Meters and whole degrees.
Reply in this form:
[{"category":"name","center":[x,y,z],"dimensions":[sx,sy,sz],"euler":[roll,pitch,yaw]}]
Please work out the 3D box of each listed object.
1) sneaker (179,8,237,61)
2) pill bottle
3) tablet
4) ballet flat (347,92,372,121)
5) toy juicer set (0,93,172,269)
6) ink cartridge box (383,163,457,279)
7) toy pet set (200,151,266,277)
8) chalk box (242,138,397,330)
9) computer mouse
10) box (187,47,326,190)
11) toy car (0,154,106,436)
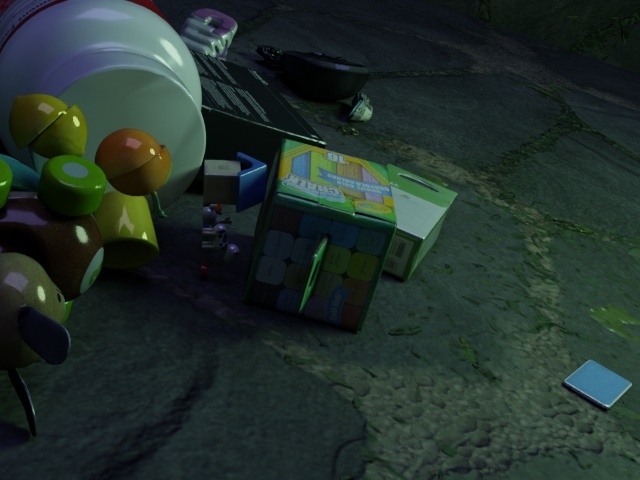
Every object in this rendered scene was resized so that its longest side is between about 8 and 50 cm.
[{"category":"sneaker","center":[-0.212,-0.264,1.434],"dimensions":[0.095,0.104,0.236],"euler":[27,48,13]},{"category":"pill bottle","center":[-0.272,-0.193,1.068],"dimensions":[0.229,0.229,0.408],"euler":[4,28,-28]},{"category":"tablet","center":[0.302,0.156,0.999],"dimensions":[0.054,0.006,0.083],"euler":[31,26,27]},{"category":"ballet flat","center":[0.074,-0.231,1.621],"dimensions":[0.041,0.041,0.114],"euler":[17,25,-2]},{"category":"toy juicer set","center":[-0.284,-0.043,0.793],"dimensions":[0.329,0.209,0.090],"euler":[5,60,-24]},{"category":"ink cartridge box","center":[0.098,-0.029,1.177],"dimensions":[0.109,0.062,0.209],"euler":[23,25,11]},{"category":"toy pet set","center":[-0.094,-0.034,0.984],"dimensions":[0.065,0.114,0.122],"euler":[2,29,-8]},{"category":"chalk box","center":[0.000,0.000,0.968],"dimensions":[0.132,0.132,0.213],"euler":[15,26,-7]},{"category":"computer mouse","center":[0.001,-0.304,1.695],"dimensions":[0.188,0.072,0.272],"euler":[5,15,-23]},{"category":"box","center":[-0.133,-0.165,1.235],"dimensions":[0.184,0.103,0.261],"euler":[11,25,-31]},{"category":"toy car","center":[-0.224,0.048,0.705],"dimensions":[0.149,0.155,0.188],"euler":[0,39,-34]}]
